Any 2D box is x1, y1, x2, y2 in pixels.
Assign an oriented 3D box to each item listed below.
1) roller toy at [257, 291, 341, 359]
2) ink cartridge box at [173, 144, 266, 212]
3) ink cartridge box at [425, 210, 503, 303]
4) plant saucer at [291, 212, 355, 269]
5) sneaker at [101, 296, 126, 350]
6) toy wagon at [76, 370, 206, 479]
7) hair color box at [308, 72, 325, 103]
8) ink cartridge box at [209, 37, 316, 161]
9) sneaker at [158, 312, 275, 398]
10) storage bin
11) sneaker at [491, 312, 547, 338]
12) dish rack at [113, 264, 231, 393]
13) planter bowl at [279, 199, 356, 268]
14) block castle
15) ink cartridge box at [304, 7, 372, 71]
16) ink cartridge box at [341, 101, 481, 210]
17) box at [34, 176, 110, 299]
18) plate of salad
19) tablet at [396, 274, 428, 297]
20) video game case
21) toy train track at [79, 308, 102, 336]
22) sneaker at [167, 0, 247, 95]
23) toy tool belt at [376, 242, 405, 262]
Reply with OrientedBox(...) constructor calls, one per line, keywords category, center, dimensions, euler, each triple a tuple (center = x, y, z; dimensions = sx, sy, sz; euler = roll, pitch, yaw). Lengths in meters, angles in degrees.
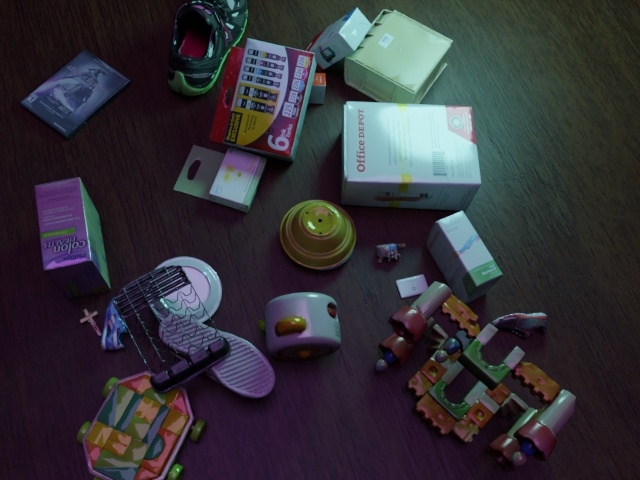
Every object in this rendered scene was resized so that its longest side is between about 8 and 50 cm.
OrientedBox(category="roller toy", center=(-0.044, 0.226, 1.662), dimensions=(0.191, 0.209, 0.146), euler=(5, 64, -24))
OrientedBox(category="ink cartridge box", center=(-0.294, -0.195, 1.920), dimensions=(0.235, 0.056, 0.171), euler=(18, 66, 2))
OrientedBox(category="ink cartridge box", center=(0.389, 0.049, 1.800), dimensions=(0.093, 0.154, 0.212), euler=(-24, 69, -14))
OrientedBox(category="plant saucer", center=(0.000, 0.000, 1.859), dimensions=(0.195, 0.037, 0.195), euler=(2, 66, -4))
OrientedBox(category="sneaker", center=(-0.533, 0.219, 1.710), dimensions=(0.059, 0.053, 0.144), euler=(3, 73, -2))
OrientedBox(category="toy wagon", center=(-0.451, 0.496, 1.576), dimensions=(0.267, 0.068, 0.344), euler=(23, 65, 7))
OrientedBox(category="hair color box", center=(-0.070, -0.477, 2.046), dimensions=(0.167, 0.093, 0.053), euler=(0, 64, -5))
OrientedBox(category="ink cartridge box", center=(-0.178, -0.415, 1.926), dimensions=(0.271, 0.130, 0.309), euler=(13, 91, 3))
OrientedBox(category="sneaker", center=(-0.255, 0.293, 1.654), dimensions=(0.321, 0.127, 0.126), euler=(31, 69, 8))
OrientedBox(category="storage bin", center=(0.246, -0.575, 2.100), dimensions=(0.260, 0.123, 0.262), euler=(31, 67, 11))
OrientedBox(category="sneaker", center=(0.546, 0.234, 1.780), dimensions=(0.157, 0.061, 0.065), euler=(-3, 72, -5))
OrientedBox(category="dish rack", center=(-0.364, 0.202, 1.576), dimensions=(0.208, 0.074, 0.271), euler=(-28, 73, -15))
OrientedBox(category="planter bowl", center=(-0.004, -0.037, 1.806), dimensions=(0.217, 0.090, 0.217), euler=(1, 65, -3))
OrientedBox(category="block castle", center=(0.347, 0.346, 1.578), dimensions=(0.453, 0.303, 0.213), euler=(42, 70, 15))
OrientedBox(category="ink cartridge box", center=(0.042, -0.630, 2.088), dimensions=(0.078, 0.231, 0.134), euler=(43, 60, -22))
OrientedBox(category="ink cartridge box", center=(0.252, -0.249, 1.925), dimensions=(0.384, 0.160, 0.279), euler=(3, 64, -3))
OrientedBox(category="box", center=(-0.648, -0.001, 1.714), dimensions=(0.117, 0.213, 0.243), euler=(-13, 67, -10))
OrientedBox(category="plate of salad", center=(-0.367, 0.139, 1.761), dimensions=(0.199, 0.048, 0.200), euler=(6, 66, -13))
OrientedBox(category="tablet", center=(0.259, 0.128, 1.835), dimensions=(0.083, 0.006, 0.054), euler=(-13, 67, -9))
OrientedBox(category="video game case", center=(-0.755, -0.456, 2.024), dimensions=(0.196, 0.026, 0.274), euler=(35, 68, 12))
OrientedBox(category="toy train track", center=(-0.602, 0.218, 1.726), dimensions=(0.048, 0.014, 0.083), euler=(-31, 76, -24))
OrientedBox(category="sneaker", center=(-0.349, -0.682, 2.060), dimensions=(0.185, 0.202, 0.483), euler=(12, 65, 1))
OrientedBox(category="toy tool belt", center=(0.201, 0.035, 1.857), dimensions=(0.083, 0.052, 0.051), euler=(-7, 97, -4))
